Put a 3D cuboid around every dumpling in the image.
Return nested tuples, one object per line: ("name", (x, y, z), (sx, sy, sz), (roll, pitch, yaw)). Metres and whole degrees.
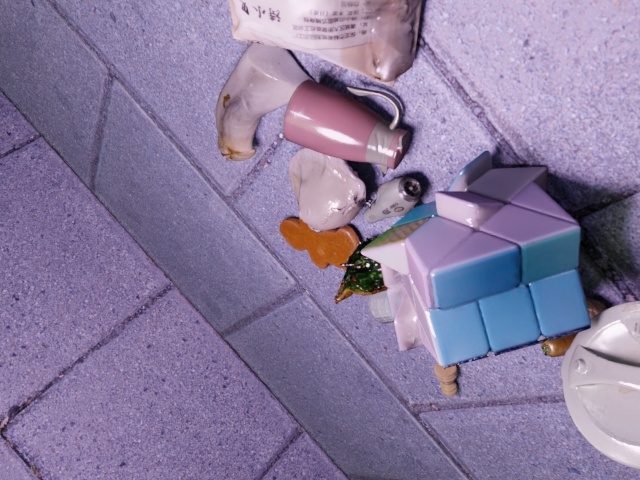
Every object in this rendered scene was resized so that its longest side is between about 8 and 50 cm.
("dumpling", (0.027, -0.131, 1.371), (0.293, 0.163, 0.204), (-38, 61, 59))

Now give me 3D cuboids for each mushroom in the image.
("mushroom", (-0.182, -0.339, 1.387), (0.177, 0.126, 0.397), (43, 145, -10))

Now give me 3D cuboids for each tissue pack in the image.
("tissue pack", (-0.001, -0.476, 0.942), (0.376, 0.195, 0.390), (19, 144, 12))

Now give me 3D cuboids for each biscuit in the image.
("biscuit", (0.002, -0.001, 1.607), (0.324, 0.049, 0.205), (13, 133, 41))

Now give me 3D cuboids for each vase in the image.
("vase", (0.256, 0.160, 1.419), (0.143, 0.143, 0.299), (55, 150, -13))

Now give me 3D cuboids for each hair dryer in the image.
("hair dryer", (0.212, -0.039, 1.316), (0.267, 0.092, 0.229), (49, 157, -21))

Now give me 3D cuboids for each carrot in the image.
("carrot", (0.538, 0.174, 1.035), (0.049, 0.255, 0.049), (166, 90, -84))

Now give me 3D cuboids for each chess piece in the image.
("chess piece", (0.380, 0.415, 1.613), (0.066, 0.066, 0.122), (17, 142, 38))

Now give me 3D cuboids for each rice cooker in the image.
("rice cooker", (0.582, 0.253, 0.900), (0.277, 0.288, 0.288), (22, 162, -33))

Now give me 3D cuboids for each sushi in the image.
("sushi", (0.128, 0.069, 1.430), (0.287, 0.140, 0.149), (-25, 85, 45))

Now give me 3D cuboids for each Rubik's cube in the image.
("Rubik's cube", (0.287, 0.050, 1.040), (0.368, 0.387, 0.358), (-105, 1, -55))

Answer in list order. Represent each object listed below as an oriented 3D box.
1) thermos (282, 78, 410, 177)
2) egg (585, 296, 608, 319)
("thermos", (0.069, -0.253, 1.188), (0.265, 0.146, 0.176), (23, 124, 16))
("egg", (0.547, 0.181, 1.113), (0.118, 0.116, 0.140), (-37, 90, 22))
